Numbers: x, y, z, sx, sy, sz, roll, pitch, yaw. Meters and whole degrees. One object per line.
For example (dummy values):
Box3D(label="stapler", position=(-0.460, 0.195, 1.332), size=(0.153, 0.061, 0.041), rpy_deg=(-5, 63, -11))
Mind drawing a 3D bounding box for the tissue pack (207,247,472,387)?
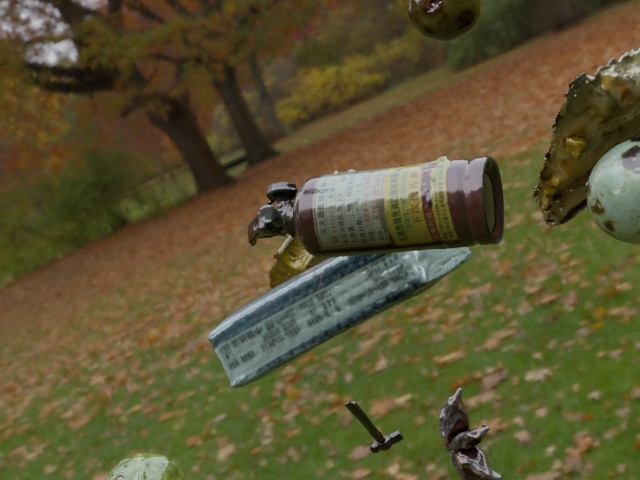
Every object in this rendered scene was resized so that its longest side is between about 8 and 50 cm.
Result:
Box3D(label="tissue pack", position=(0.028, 0.072, 1.476), size=(0.316, 0.103, 0.228), rpy_deg=(-30, -5, 24))

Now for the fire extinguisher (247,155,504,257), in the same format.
Box3D(label="fire extinguisher", position=(0.035, -0.014, 0.964), size=(0.252, 0.106, 0.075), rpy_deg=(-6, 55, 22))

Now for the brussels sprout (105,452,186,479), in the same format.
Box3D(label="brussels sprout", position=(-0.284, 0.403, 1.738), size=(0.155, 0.117, 0.155), rpy_deg=(-28, 13, 7))

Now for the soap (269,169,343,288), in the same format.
Box3D(label="soap", position=(0.000, 0.000, 2.029), size=(0.257, 0.080, 0.160), rpy_deg=(-56, -17, 8))

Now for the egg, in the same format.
Box3D(label="egg", position=(0.521, -0.082, 1.709), size=(0.169, 0.169, 0.231), rpy_deg=(-29, 8, -41))

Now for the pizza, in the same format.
Box3D(label="pizza", position=(0.551, -0.219, 1.877), size=(0.392, 0.080, 0.435), rpy_deg=(-31, -22, -13))

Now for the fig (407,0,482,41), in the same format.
Box3D(label="fig", position=(0.229, -0.410, 1.928), size=(0.124, 0.124, 0.236), rpy_deg=(-21, 4, 20))

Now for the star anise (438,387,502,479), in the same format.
Box3D(label="star anise", position=(0.171, 0.242, 1.302), size=(0.042, 0.141, 0.141), rpy_deg=(-22, 7, -9))

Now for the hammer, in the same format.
Box3D(label="hammer", position=(0.085, 0.313, 1.891), size=(0.065, 0.178, 0.021), rpy_deg=(-28, 46, 8))
